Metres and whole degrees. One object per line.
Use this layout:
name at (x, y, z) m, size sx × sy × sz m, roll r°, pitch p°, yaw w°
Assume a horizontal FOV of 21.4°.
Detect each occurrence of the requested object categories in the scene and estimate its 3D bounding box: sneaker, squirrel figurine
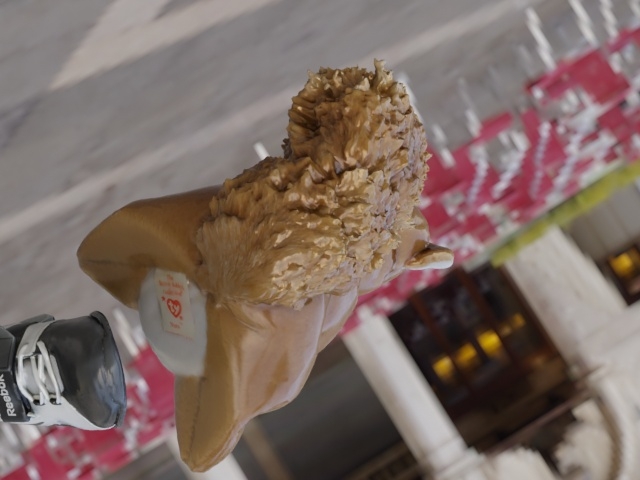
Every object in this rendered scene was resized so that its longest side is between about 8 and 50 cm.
sneaker at (-0.299, 0.142, 1.718) m, size 0.146 × 0.122 × 0.330 m, roll -11°, pitch -179°, yaw -27°
squirrel figurine at (0.000, 0.000, 1.806) m, size 0.370 × 0.281 × 0.397 m, roll -22°, pitch 162°, yaw -40°
